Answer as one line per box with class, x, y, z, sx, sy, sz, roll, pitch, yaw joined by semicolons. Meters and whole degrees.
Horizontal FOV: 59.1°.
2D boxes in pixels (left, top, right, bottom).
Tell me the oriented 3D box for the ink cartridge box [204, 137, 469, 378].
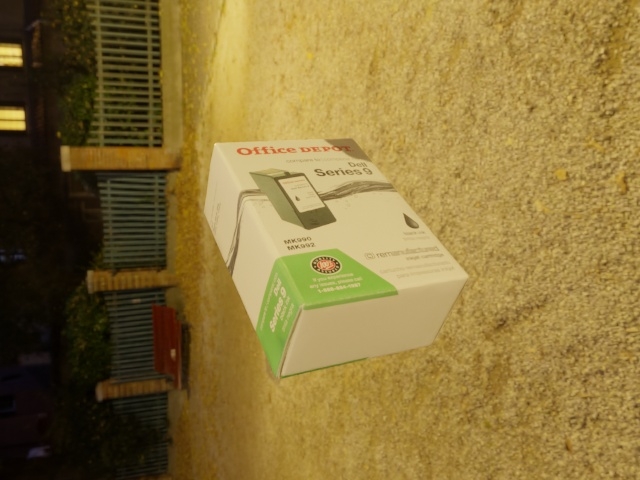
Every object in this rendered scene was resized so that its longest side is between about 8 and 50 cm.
ink cartridge box;0.000;0.000;0.686;0.289;0.211;0.122;57;143;40
